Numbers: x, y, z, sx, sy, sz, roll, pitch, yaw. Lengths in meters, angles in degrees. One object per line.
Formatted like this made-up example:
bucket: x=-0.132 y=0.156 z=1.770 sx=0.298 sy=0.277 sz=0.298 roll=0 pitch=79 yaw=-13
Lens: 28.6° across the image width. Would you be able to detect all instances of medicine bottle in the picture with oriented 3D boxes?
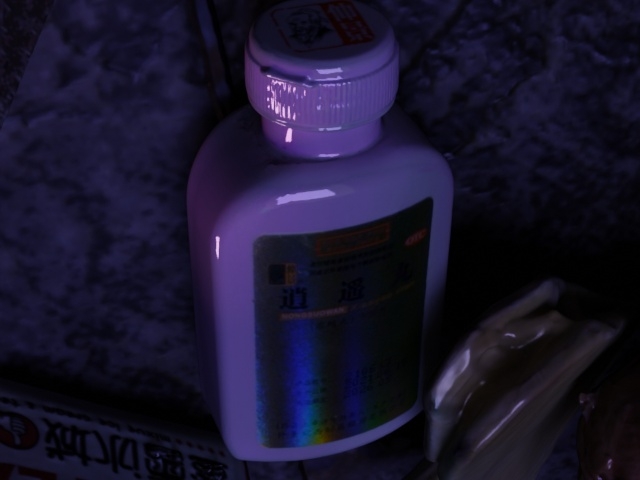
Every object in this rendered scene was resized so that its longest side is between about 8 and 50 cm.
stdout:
medicine bottle: x=0.000 y=0.000 z=0.572 sx=0.115 sy=0.078 sz=0.219 roll=-13 pitch=130 yaw=-16

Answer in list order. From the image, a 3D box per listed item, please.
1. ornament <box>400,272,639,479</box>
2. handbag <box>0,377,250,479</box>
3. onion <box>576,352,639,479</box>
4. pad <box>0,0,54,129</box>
ornament: x=0.111 y=0.079 z=0.651 sx=0.180 sy=0.059 sz=0.201 roll=-34 pitch=156 yaw=-28
handbag: x=-0.109 y=0.216 z=0.567 sx=0.171 sy=0.298 sz=0.151 roll=20 pitch=119 yaw=-28
onion: x=0.322 y=0.135 z=0.606 sx=0.354 sy=0.353 sz=0.353 roll=-8 pitch=129 yaw=-10
pad: x=-0.144 y=-0.109 z=0.373 sx=0.003 sy=0.235 sz=0.158 roll=-15 pitch=141 yaw=44
